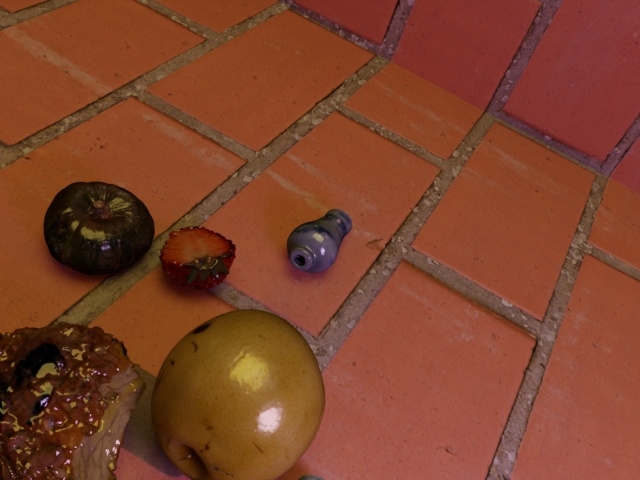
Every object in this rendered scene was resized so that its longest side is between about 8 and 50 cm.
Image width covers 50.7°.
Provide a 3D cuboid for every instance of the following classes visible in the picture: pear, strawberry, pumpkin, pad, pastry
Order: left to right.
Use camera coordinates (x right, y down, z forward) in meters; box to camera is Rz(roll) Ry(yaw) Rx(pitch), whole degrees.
[{"bbox_3d":[-0.519,0.331,1.204,0.337,0.292,0.405,8,61,3],"label":"pastry"},{"bbox_3d":[-0.541,-0.040,1.644,0.260,0.189,0.260,10,45,-11],"label":"pumpkin"},{"bbox_3d":[-0.360,0.375,1.432,0.266,0.002,0.176,29,43,8],"label":"pad"},{"bbox_3d":[-0.313,0.053,1.716,0.190,0.111,0.236,-11,28,-17],"label":"strawberry"},{"bbox_3d":[-0.159,0.312,1.328,0.348,0.348,0.348,11,44,-11],"label":"pear"}]

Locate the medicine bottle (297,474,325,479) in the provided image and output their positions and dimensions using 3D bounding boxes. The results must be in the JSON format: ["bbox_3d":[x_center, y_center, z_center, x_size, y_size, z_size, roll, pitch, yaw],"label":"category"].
[{"bbox_3d":[-0.039,0.580,1.297,0.124,0.079,0.258,15,43,-7],"label":"medicine bottle"}]

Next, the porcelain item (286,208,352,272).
[{"bbox_3d":[0.000,0.000,1.867,0.141,0.141,0.259,32,35,11],"label":"porcelain item"}]
